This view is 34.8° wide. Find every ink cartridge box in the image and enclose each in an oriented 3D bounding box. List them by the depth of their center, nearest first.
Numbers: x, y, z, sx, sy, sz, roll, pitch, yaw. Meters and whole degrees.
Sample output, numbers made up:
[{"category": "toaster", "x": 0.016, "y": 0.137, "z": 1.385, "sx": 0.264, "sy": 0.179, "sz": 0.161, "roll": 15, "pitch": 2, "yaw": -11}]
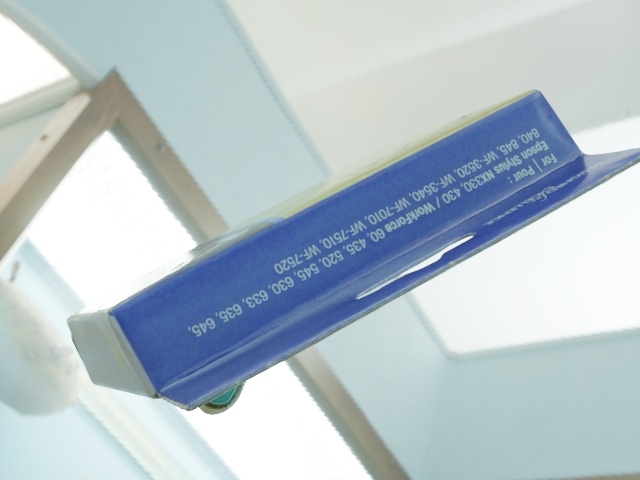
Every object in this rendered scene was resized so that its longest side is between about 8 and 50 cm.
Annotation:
[{"category": "ink cartridge box", "x": 0.000, "y": 0.000, "z": 0.645, "sx": 0.072, "sy": 0.303, "sz": 0.307, "roll": 63, "pitch": -21, "yaw": -2}]

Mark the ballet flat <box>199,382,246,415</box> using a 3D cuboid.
[{"category": "ballet flat", "x": -0.074, "y": 0.086, "z": 0.953, "sx": 0.057, "sy": 0.168, "sz": 0.052, "roll": 28, "pitch": -20, "yaw": 2}]
